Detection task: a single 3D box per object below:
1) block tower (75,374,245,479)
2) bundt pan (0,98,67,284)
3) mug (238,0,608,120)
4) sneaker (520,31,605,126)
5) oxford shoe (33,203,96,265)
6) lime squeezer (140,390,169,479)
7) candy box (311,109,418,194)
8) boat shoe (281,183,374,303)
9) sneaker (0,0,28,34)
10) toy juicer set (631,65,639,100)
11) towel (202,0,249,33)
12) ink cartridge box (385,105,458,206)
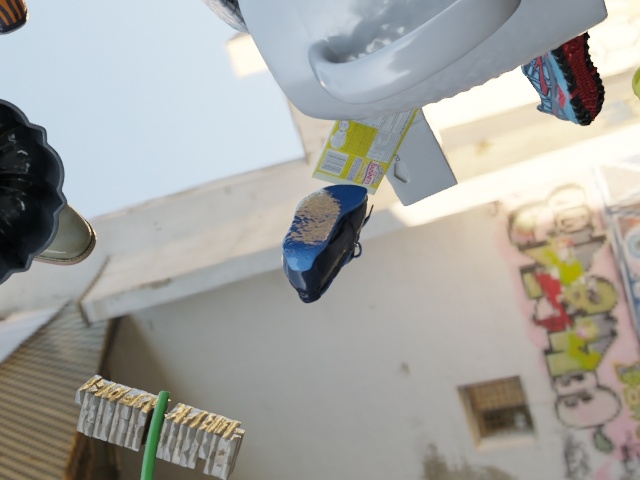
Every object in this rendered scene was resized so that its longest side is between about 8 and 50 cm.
[{"bbox_3d":[-0.322,0.373,2.140,0.091,0.335,0.097,-45,-28,-73],"label":"block tower"},{"bbox_3d":[-0.575,-0.087,1.684,0.124,0.331,0.331,38,154,59],"label":"bundt pan"},{"bbox_3d":[0.092,-0.253,1.090,0.276,0.328,0.374,56,-163,-26],"label":"mug"},{"bbox_3d":[0.359,-0.296,1.708,0.104,0.125,0.262,-41,-53,-29],"label":"sneaker"},{"bbox_3d":[-0.581,-0.088,1.913,0.140,0.397,0.146,-61,1,-22],"label":"oxford shoe"},{"bbox_3d":[-0.145,0.301,1.076,0.310,0.110,0.059,61,177,25],"label":"lime squeezer"},{"bbox_3d":[0.065,-0.152,1.600,0.206,0.105,0.027,116,164,-49],"label":"candy box"},{"bbox_3d":[0.000,0.000,1.472,0.258,0.109,0.089,-48,-44,-55],"label":"boat shoe"},{"bbox_3d":[-0.625,-0.508,1.852,0.321,0.124,0.180,47,153,14],"label":"sneaker"},{"bbox_3d":[0.547,-0.208,1.253,0.089,0.329,0.209,-15,-53,-53],"label":"toy juicer set"},{"bbox_3d":[-0.163,-0.438,1.621,0.284,0.121,0.235,42,180,-25],"label":"towel"},{"bbox_3d":[0.143,-0.229,1.977,0.197,0.114,0.273,55,-163,-47],"label":"ink cartridge box"}]
